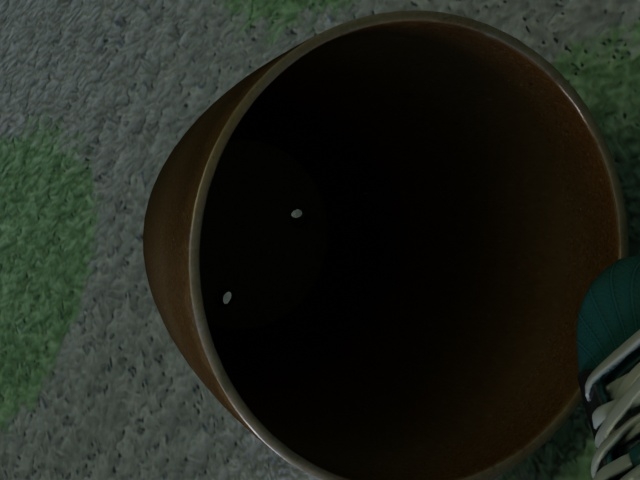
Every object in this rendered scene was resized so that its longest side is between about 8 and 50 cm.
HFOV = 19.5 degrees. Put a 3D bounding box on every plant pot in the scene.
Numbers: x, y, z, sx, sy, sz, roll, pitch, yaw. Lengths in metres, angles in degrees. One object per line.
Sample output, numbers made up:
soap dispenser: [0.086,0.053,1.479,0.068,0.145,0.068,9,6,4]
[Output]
plant pot: [0.000,0.000,1.015,0.254,0.237,0.237,9,79,67]

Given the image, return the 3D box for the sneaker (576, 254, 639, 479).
sneaker: [0.167,0.113,0.812,0.108,0.121,0.302,-45,43,27]
